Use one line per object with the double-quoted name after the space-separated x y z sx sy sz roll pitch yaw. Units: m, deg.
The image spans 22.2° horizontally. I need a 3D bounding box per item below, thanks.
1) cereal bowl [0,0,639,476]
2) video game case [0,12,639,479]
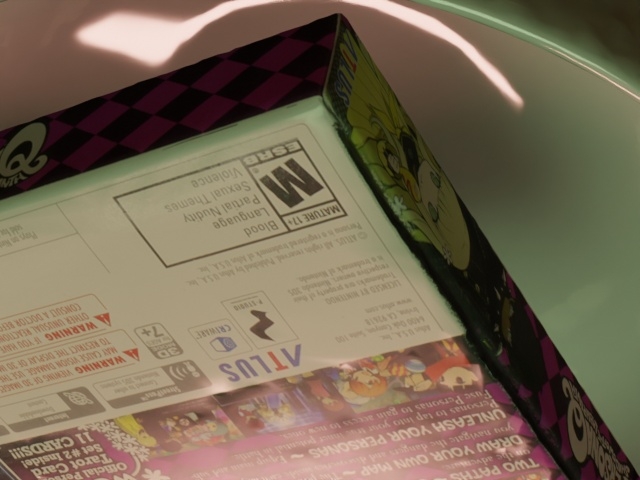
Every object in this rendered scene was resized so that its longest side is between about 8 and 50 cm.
0.000 0.000 0.560 0.339 0.141 0.339 6 136 6 "cereal bowl"
-0.045 0.052 0.492 0.232 0.041 0.210 -16 128 27 "video game case"
